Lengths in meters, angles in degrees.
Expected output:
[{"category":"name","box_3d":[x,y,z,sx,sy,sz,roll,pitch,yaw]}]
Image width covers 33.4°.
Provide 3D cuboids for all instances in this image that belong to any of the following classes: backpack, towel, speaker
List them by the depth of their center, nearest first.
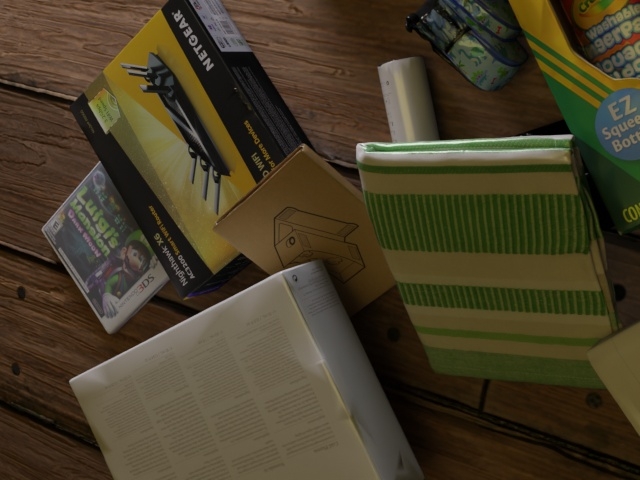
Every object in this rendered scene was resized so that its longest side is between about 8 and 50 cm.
[{"category":"towel","box_3d":[0.183,0.029,1.095,0.248,0.038,0.324,1,133,32]},{"category":"backpack","box_3d":[0.166,-0.217,1.117,0.114,0.105,0.084,50,121,9]},{"category":"speaker","box_3d":[0.103,-0.135,1.200,0.055,0.055,0.136,-11,93,33]}]

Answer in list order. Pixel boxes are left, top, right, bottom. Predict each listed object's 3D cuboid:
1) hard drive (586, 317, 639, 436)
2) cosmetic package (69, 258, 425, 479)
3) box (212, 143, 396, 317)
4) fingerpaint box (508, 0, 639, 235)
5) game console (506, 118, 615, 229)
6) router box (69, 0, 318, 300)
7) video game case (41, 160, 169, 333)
[{"category":"hard drive","box_3d":[0.439,0.116,0.937,0.353,0.047,0.233,-39,81,40]},{"category":"cosmetic package","box_3d":[-0.100,0.225,1.285,0.377,0.097,0.284,-27,84,32]},{"category":"box","box_3d":[0.000,0.000,1.246,0.201,0.021,0.164,39,123,-18]},{"category":"fingerpaint box","box_3d":[0.399,-0.263,0.929,0.445,0.163,0.371,-26,85,32]},{"category":"game console","box_3d":[0.249,-0.060,1.148,0.122,0.071,0.107,-17,119,33]},{"category":"router box","box_3d":[-0.154,-0.118,1.346,0.243,0.081,0.308,-39,78,31]},{"category":"video game case","box_3d":[-0.294,0.008,1.490,0.173,0.022,0.190,-42,76,30]}]
